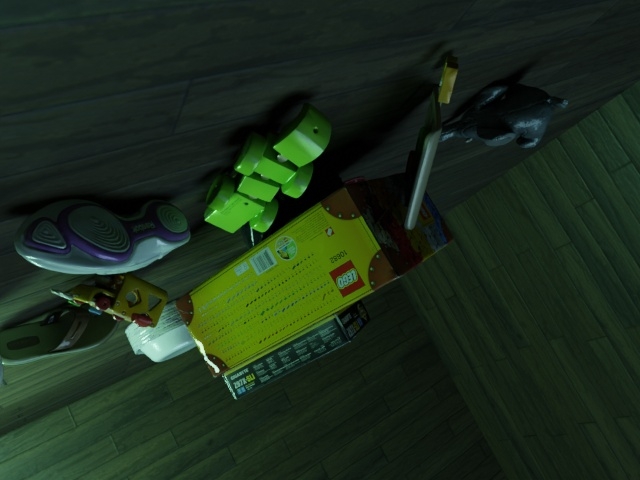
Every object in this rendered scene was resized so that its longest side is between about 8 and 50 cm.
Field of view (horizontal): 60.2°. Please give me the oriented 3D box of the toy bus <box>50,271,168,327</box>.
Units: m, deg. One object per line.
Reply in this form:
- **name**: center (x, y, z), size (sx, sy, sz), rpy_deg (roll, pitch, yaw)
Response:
- **toy bus**: center (-0.411, 0.103, 1.118), size (0.202, 0.191, 0.104), rpy_deg (126, -16, -71)

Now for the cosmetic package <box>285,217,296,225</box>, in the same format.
- **cosmetic package**: center (-0.124, 0.004, 1.489), size (0.117, 0.085, 0.231), rpy_deg (-27, 172, -14)

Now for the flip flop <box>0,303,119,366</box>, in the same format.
- **flip flop**: center (-0.569, 0.192, 1.209), size (0.277, 0.112, 0.080), rpy_deg (-12, 148, -42)

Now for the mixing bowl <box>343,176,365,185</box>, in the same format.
- **mixing bowl**: center (0.067, -0.086, 1.512), size (0.181, 0.098, 0.181), rpy_deg (-28, 172, -5)

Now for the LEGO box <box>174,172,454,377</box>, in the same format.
- **LEGO box**: center (-0.008, 0.066, 1.218), size (0.500, 0.193, 0.372), rpy_deg (-33, 174, 30)

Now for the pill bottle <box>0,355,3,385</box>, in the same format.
- **pill bottle**: center (-0.634, 0.208, 0.856), size (0.169, 0.169, 0.301), rpy_deg (-25, 170, -16)

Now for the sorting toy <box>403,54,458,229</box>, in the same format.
- **sorting toy**: center (0.199, -0.202, 1.040), size (0.229, 0.041, 0.307), rpy_deg (-70, 171, -52)

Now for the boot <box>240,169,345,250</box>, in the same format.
- **boot**: center (-0.064, -0.060, 1.273), size (0.207, 0.094, 0.246), rpy_deg (-19, 162, -26)

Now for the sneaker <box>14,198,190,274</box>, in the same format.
- **sneaker**: center (-0.332, 0.015, 0.842), size (0.152, 0.114, 0.305), rpy_deg (-33, 169, 22)

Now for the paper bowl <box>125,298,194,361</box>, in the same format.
- **paper bowl**: center (-0.495, 0.305, 1.860), size (0.284, 0.148, 0.284), rpy_deg (-26, 170, -5)

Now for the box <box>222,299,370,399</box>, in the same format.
- **box**: center (-0.048, 0.259, 1.369), size (0.322, 0.079, 0.257), rpy_deg (-30, 174, 16)

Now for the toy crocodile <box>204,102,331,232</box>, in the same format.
- **toy crocodile**: center (-0.102, -0.106, 0.925), size (0.115, 0.105, 0.340), rpy_deg (24, 146, -21)

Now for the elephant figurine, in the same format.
- **elephant figurine**: center (0.414, -0.286, 1.317), size (0.239, 0.169, 0.186), rpy_deg (-10, 137, -13)
